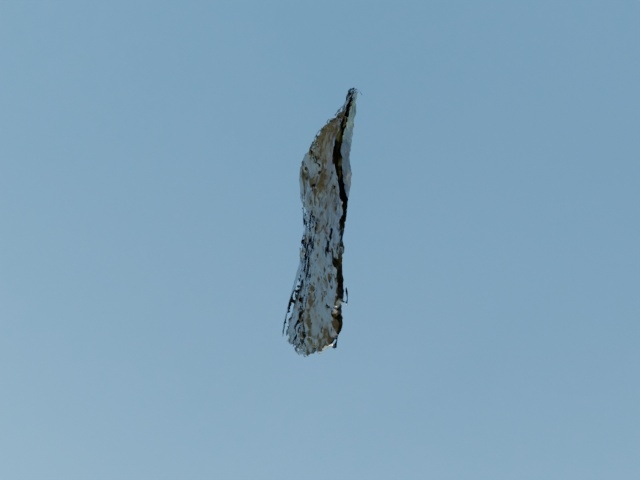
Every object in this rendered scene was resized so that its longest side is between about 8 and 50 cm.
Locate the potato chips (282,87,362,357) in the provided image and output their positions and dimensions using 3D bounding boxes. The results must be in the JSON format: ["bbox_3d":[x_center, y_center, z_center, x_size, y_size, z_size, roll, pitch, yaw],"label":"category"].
[{"bbox_3d":[0.000,0.000,0.713,0.026,0.209,0.142,2,-115,-12],"label":"potato chips"}]
